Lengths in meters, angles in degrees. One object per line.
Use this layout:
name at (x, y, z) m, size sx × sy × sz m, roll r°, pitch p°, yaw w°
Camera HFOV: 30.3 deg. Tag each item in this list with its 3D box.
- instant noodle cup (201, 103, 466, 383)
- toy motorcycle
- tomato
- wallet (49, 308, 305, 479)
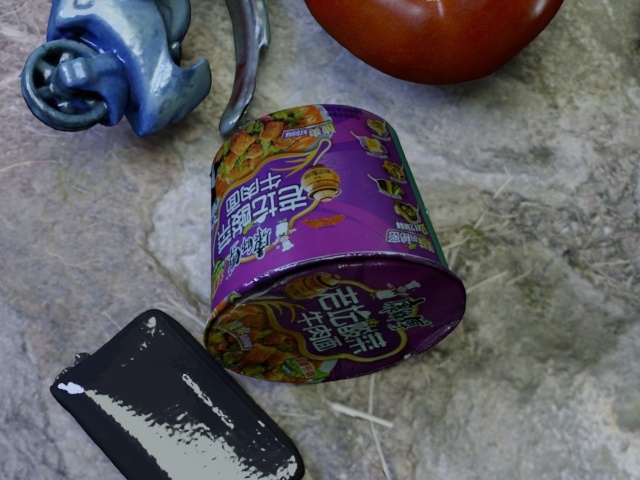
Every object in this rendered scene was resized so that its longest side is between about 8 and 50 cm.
instant noodle cup at (0.000, 0.000, 1.142) m, size 0.251 × 0.251 × 0.190 m, roll -9°, pitch 59°, yaw -3°
toy motorcycle at (-0.176, -0.246, 1.256) m, size 0.241 × 0.182 × 0.319 m, roll 5°, pitch 68°, yaw 2°
tomato at (0.118, -0.307, 1.238) m, size 0.298 × 0.298 × 0.226 m, roll -1°, pitch 30°, yaw 0°
wallet at (-0.141, 0.182, 1.167) m, size 0.149 × 0.044 × 0.250 m, roll -39°, pitch 73°, yaw -17°
